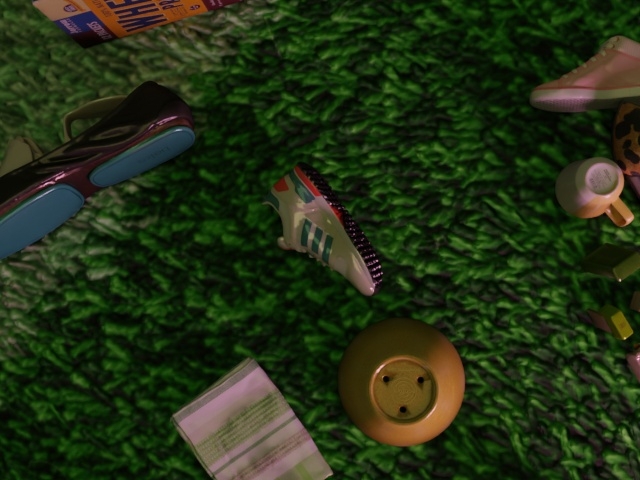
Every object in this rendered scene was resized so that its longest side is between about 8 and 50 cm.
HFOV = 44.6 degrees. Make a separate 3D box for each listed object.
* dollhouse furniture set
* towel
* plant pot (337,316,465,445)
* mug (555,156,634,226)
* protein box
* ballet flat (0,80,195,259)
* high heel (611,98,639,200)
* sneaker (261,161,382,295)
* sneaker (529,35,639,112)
[{"bbox_3d":[0.325,0.079,0.800,0.076,0.058,0.151,-35,102,-6],"label":"dollhouse furniture set"},{"bbox_3d":[-0.074,0.214,0.820,0.113,0.023,0.152,-37,83,1],"label":"towel"},{"bbox_3d":[0.080,0.144,0.777,0.134,0.095,0.134,-1,84,5],"label":"plant pot"},{"bbox_3d":[0.285,-0.055,0.794,0.078,0.064,0.062,17,86,6],"label":"mug"},{"bbox_3d":[-0.204,-0.343,0.824,0.201,0.136,0.200,-16,84,3],"label":"protein box"},{"bbox_3d":[-0.268,-0.081,0.835,0.280,0.095,0.096,-31,73,-9],"label":"ballet flat"},{"bbox_3d":[0.430,-0.104,0.766,0.261,0.093,0.186,-28,92,10],"label":"high heel"},{"bbox_3d":[0.000,0.000,0.824,0.075,0.057,0.161,-36,84,18],"label":"sneaker"},{"bbox_3d":[0.283,-0.174,0.813,0.134,0.051,0.070,-4,83,1],"label":"sneaker"}]
